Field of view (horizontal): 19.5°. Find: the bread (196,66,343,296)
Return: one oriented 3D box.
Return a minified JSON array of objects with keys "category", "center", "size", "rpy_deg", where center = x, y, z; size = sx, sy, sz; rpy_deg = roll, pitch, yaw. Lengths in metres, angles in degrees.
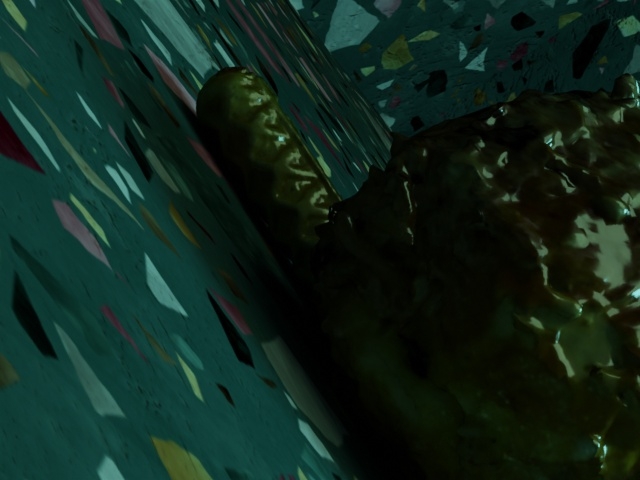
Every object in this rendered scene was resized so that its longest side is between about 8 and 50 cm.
[{"category":"bread","center":[0.000,0.000,1.623],"size":[0.367,0.084,0.077],"rpy_deg":[59,-37,15]}]

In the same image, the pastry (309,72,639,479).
[{"category":"pastry","center":[0.168,0.040,1.458],"size":[0.337,0.292,0.405],"rpy_deg":[37,51,0]}]
